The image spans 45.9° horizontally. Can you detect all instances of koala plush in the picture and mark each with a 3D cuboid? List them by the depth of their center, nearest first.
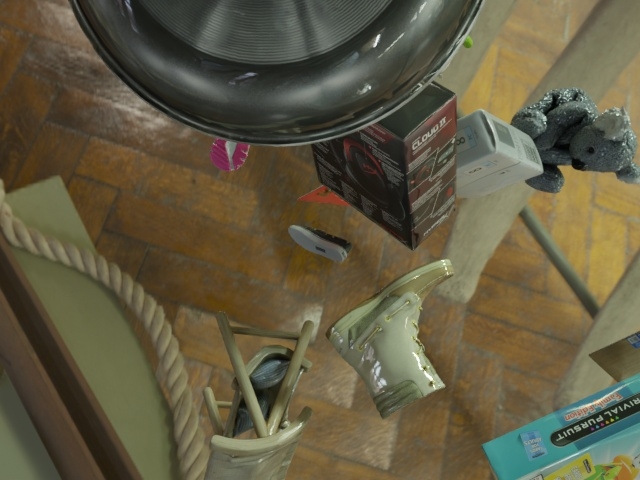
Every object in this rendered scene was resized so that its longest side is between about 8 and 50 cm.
[{"bbox_3d":[0.533,-0.201,1.501,0.203,0.221,0.196,-39,125,-15],"label":"koala plush"}]

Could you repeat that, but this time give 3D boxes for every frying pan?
[{"bbox_3d":[0.011,-0.192,0.302,0.197,0.053,0.326,30,102,-2],"label":"frying pan"}]

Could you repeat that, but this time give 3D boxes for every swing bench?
[{"bbox_3d":[-0.111,0.297,1.247,0.165,0.253,0.254,7,46,-12],"label":"swing bench"}]

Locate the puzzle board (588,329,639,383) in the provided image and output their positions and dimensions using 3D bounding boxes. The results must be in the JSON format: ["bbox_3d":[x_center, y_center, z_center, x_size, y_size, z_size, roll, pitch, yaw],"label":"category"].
[{"bbox_3d":[0.550,0.199,1.317,0.096,0.128,0.011,40,37,-17],"label":"puzzle board"}]

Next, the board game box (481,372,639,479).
[{"bbox_3d":[0.429,0.328,1.112,0.336,0.254,0.079,-25,38,2],"label":"board game box"}]

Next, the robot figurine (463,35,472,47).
[{"bbox_3d":[0.194,-0.337,1.176,0.101,0.067,0.115,36,65,19],"label":"robot figurine"}]

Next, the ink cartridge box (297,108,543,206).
[{"bbox_3d":[0.195,-0.108,1.433,0.308,0.385,0.091,2,67,-60],"label":"ink cartridge box"}]

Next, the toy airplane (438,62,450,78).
[{"bbox_3d":[0.164,-0.438,1.455,0.386,0.384,0.272,-34,72,-31],"label":"toy airplane"}]

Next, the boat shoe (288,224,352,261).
[{"bbox_3d":[0.000,0.000,1.507,0.142,0.049,0.040,26,55,28],"label":"boat shoe"}]

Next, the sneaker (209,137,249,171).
[{"bbox_3d":[-0.178,-0.279,1.736,0.103,0.111,0.252,35,88,-19],"label":"sneaker"}]

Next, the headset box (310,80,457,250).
[{"bbox_3d":[0.084,-0.152,1.103,0.110,0.293,0.218,-42,59,-17],"label":"headset box"}]

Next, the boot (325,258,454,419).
[{"bbox_3d":[0.136,0.140,1.094,0.213,0.077,0.165,-34,72,0],"label":"boot"}]
